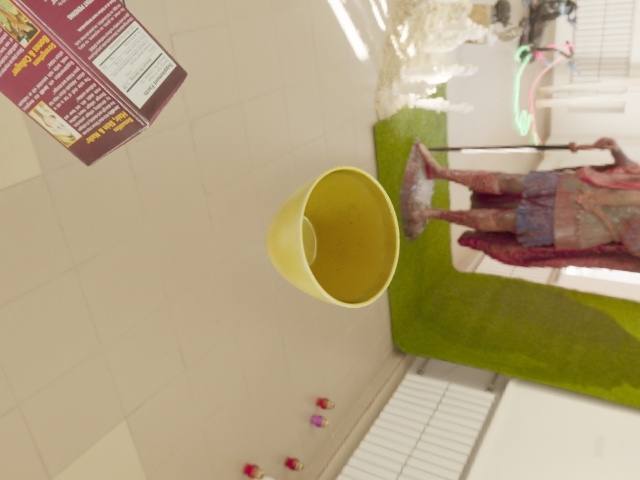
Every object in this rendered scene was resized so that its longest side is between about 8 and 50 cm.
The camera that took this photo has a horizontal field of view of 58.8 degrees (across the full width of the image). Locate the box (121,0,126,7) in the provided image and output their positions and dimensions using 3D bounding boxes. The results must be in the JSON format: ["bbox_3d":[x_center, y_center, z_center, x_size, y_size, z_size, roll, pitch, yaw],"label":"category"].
[{"bbox_3d":[-0.428,-0.508,1.024,0.114,0.036,0.207,-36,131,-43],"label":"box"}]

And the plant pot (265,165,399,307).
[{"bbox_3d":[0.000,0.000,0.570,0.134,0.095,0.134,6,81,-42],"label":"plant pot"}]

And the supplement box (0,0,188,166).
[{"bbox_3d":[-0.219,-0.164,0.463,0.188,0.104,0.081,46,46,-27],"label":"supplement box"}]
